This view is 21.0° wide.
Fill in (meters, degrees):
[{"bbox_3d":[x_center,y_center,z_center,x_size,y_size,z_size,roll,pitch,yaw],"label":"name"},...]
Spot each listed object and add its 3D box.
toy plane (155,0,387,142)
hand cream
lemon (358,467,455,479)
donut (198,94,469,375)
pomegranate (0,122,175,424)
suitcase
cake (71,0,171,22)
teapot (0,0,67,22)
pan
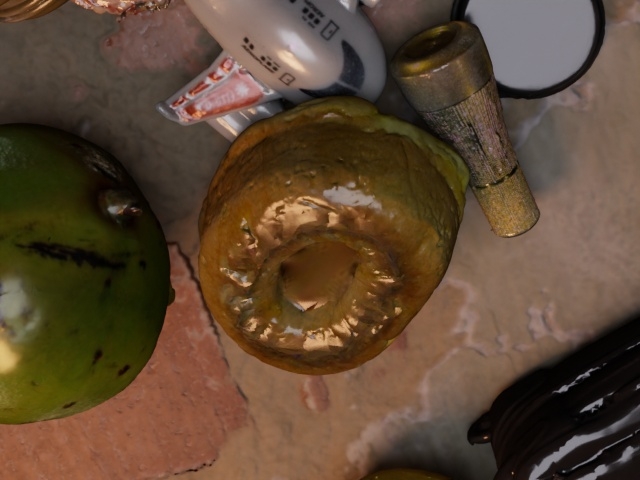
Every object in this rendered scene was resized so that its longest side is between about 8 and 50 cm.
[{"bbox_3d":[-0.048,-0.197,1.459,0.252,0.118,0.252,0,111,0],"label":"toy plane"},{"bbox_3d":[0.137,-0.089,1.492,0.084,0.084,0.203,-26,117,9],"label":"hand cream"},{"bbox_3d":[0.087,0.296,1.585,0.206,0.173,0.173,7,109,16],"label":"lemon"},{"bbox_3d":[0.000,0.000,1.479,0.209,0.128,0.261,20,133,-8],"label":"donut"},{"bbox_3d":[-0.282,0.046,1.483,0.341,0.260,0.260,-36,104,15],"label":"pomegranate"},{"bbox_3d":[0.351,0.237,1.568,0.339,0.188,0.345,-31,103,5],"label":"suitcase"},{"bbox_3d":[-0.240,-0.266,1.387,0.287,0.135,0.098,30,105,17],"label":"cake"},{"bbox_3d":[-0.238,-0.238,1.278,0.268,0.185,0.175,-11,141,40],"label":"teapot"},{"bbox_3d":[0.161,-0.144,1.515,0.136,0.028,0.235,23,107,-5],"label":"pan"}]
